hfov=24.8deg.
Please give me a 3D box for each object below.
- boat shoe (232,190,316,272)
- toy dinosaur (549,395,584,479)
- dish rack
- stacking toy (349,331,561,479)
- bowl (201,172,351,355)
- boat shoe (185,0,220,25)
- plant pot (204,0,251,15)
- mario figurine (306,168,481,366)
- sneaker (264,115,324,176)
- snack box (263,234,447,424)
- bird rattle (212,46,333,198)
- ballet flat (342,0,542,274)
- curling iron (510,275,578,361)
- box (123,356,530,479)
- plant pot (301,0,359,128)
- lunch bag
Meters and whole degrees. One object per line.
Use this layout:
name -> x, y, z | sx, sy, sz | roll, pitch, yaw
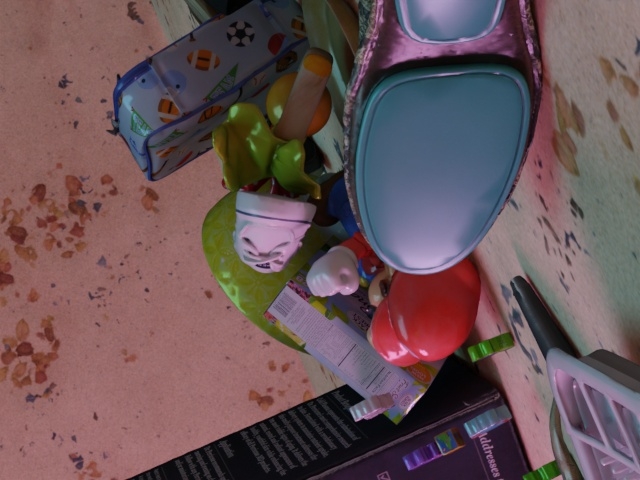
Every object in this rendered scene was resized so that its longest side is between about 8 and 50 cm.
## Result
boat shoe -> -0.056, -0.004, 1.704 | 0.258, 0.095, 0.084 | 75, -156, -84
toy dinosaur -> 0.271, 0.272, 1.448 | 0.118, 0.064, 0.268 | -119, 13, -75
dish rack -> 0.300, 0.242, 1.153 | 0.285, 0.072, 0.333 | -151, 39, -75
stacking toy -> 0.154, 0.219, 1.614 | 0.052, 0.221, 0.167 | 4, -121, -63
bowl -> 0.000, 0.000, 1.976 | 0.156, 0.289, 0.289 | -49, 52, 31
boat shoe -> -0.152, -0.365, 2.235 | 0.342, 0.123, 0.123 | 53, 162, 38
plant pot -> -0.106, -0.386, 1.758 | 0.167, 0.188, 0.187 | 54, 169, 5
mario figurine -> 0.068, 0.049, 1.705 | 0.320, 0.198, 0.170 | -119, 23, -58
sneaker -> -0.063, -0.169, 2.278 | 0.222, 0.083, 0.118 | -126, 17, -61
snack box -> 0.053, 0.104, 1.769 | 0.207, 0.070, 0.174 | 38, -154, 4
bird rattle -> -0.031, -0.131, 1.759 | 0.143, 0.207, 0.253 | 26, -176, 4
ballet flat -> 0.097, -0.184, 1.172 | 0.483, 0.164, 0.182 | 88, -179, -50
curling iron -> 0.242, 0.147, 1.380 | 0.068, 0.035, 0.274 | 84, 162, -60
box -> 0.053, 0.459, 1.848 | 0.297, 0.472, 0.480 | -144, 33, -76
plant pot -> 0.037, -0.202, 1.767 | 0.236, 0.032, 0.236 | 159, 90, -82
lunch bag -> -0.145, -0.204, 1.972 | 0.115, 0.303, 0.243 | 57, 169, 10
